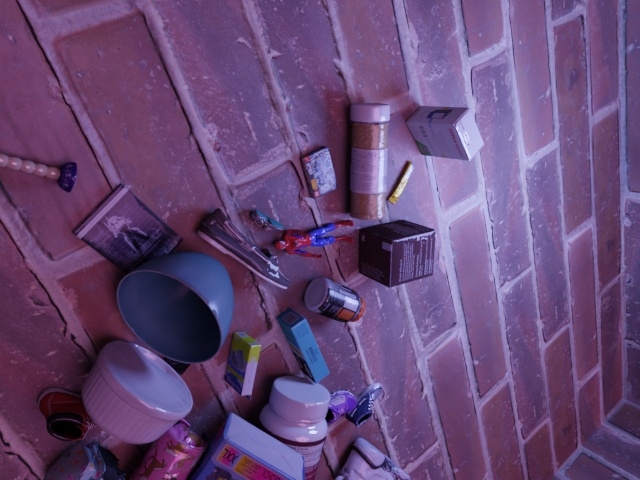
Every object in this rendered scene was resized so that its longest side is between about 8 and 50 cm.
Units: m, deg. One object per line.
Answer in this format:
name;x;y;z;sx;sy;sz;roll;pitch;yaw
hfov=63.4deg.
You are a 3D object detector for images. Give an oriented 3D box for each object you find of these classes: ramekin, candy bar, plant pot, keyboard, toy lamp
ramekin;-0.466;0.387;1.302;0.127;0.273;0.273;-50;127;2
candy bar;0.284;-0.201;1.795;0.040;0.018;0.161;31;85;-41
plant pot;-0.337;0.141;1.330;0.195;0.290;0.290;-57;137;-52
keyboard;-0.377;0.290;1.478;0.180;0.023;0.108;-52;133;-12
toy lamp;-0.669;-0.169;1.096;0.274;0.080;0.080;11;98;-37

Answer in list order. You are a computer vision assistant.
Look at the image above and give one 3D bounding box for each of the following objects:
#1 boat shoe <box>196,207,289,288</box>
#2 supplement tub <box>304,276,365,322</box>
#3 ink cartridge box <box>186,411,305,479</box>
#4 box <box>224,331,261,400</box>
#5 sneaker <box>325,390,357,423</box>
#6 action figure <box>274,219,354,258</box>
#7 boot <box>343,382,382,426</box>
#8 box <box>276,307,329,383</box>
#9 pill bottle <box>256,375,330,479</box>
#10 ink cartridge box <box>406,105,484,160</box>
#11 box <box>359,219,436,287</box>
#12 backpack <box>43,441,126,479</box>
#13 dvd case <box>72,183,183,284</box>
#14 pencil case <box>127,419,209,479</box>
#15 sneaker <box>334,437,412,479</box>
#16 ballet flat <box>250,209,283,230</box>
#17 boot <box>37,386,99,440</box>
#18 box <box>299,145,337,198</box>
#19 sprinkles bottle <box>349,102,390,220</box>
boat shoe;-0.194;0.030;1.471;0.335;0.112;0.095;37;87;-33
supplement tub;0.050;0.199;1.691;0.190;0.117;0.117;27;88;-38
ink cartridge box;-0.259;0.741;1.480;0.270;0.151;0.395;33;99;-6
box;-0.235;0.376;1.549;0.042;0.109;0.178;5;101;-40
sneaker;0.043;0.594;1.816;0.236;0.104;0.095;5;100;-37
action figure;0.000;0.000;1.588;0.280;0.139;0.091;-11;109;-30
boot;0.179;0.614;1.929;0.190;0.086;0.069;-36;122;-21
box;-0.055;0.340;1.671;0.060;0.100;0.244;-33;120;-21
pill bottle;-0.106;0.654;1.654;0.224;0.224;0.392;9;99;-37
ink cartridge box;0.412;-0.356;1.714;0.093;0.212;0.154;-46;125;-15
box;0.260;0.039;1.757;0.203;0.168;0.167;-12;112;-32
backpack;-0.619;0.629;1.320;0.188;0.166;0.144;-51;125;-15
dvd case;-0.481;-0.012;1.314;0.164;0.018;0.221;-49;126;-11
pencil case;-0.474;0.689;1.443;0.386;0.160;0.167;-58;148;-6
sneaker;0.201;0.935;2.018;0.210;0.137;0.366;-50;121;-11
ballet flat;-0.160;-0.052;1.520;0.114;0.041;0.041;31;85;-37
boot;-0.570;0.455;1.296;0.244;0.176;0.088;28;86;-39
box;-0.004;-0.207;1.583;0.094;0.027;0.137;-29;119;-24
sprinkles bottle;0.151;-0.246;1.622;0.121;0.121;0.355;-12;111;-32
